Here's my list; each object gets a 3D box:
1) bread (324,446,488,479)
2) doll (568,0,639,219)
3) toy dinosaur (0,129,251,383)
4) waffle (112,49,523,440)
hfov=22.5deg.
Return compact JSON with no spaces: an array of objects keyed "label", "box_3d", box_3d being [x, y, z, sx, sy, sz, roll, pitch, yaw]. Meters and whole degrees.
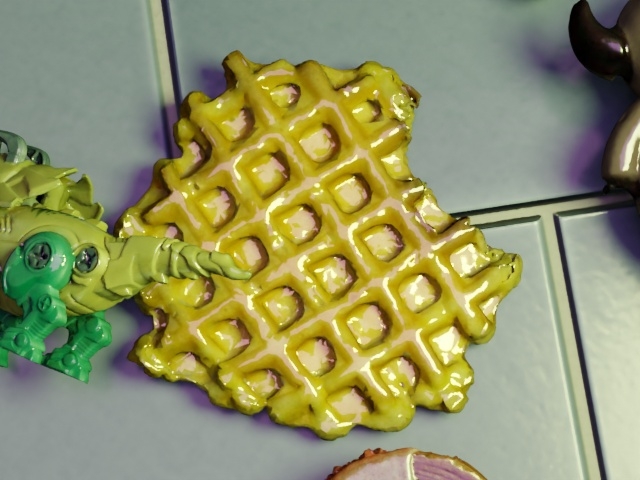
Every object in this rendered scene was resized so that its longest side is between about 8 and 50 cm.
[{"label":"bread","box_3d":[0.057,0.211,1.041,0.160,0.073,0.160,0,82,2]},{"label":"doll","box_3d":[0.271,-0.078,1.072,0.182,0.117,0.257,-13,80,-4]},{"label":"toy dinosaur","box_3d":[-0.163,0.022,1.045,0.259,0.094,0.153,18,83,30]},{"label":"waffle","box_3d":[0.000,0.000,1.093,0.291,0.051,0.291,0,82,1]}]
